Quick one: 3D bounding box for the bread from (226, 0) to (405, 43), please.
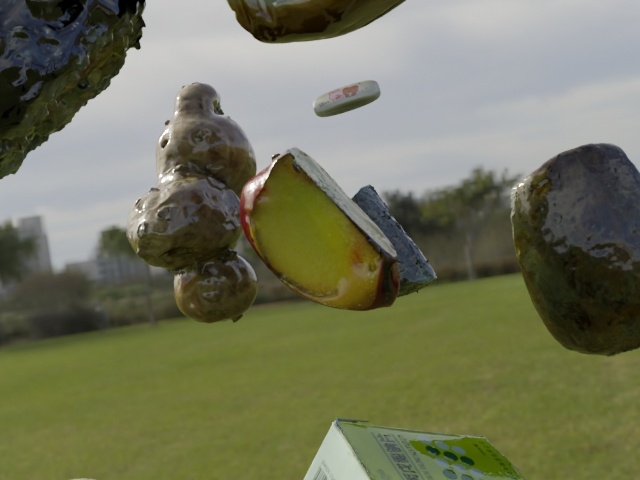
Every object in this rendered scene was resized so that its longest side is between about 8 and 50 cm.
[{"bbox_3d":[0.003,-0.388,1.718,0.279,0.225,0.250,-17,5,24],"label":"bread"}]

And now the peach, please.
[{"bbox_3d":[-0.001,-0.004,1.828,0.159,0.267,0.154,-44,12,17],"label":"peach"}]

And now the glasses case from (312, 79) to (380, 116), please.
[{"bbox_3d":[0.031,-0.170,1.522,0.083,0.032,0.021,-18,-46,5],"label":"glasses case"}]

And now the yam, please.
[{"bbox_3d":[0.093,0.013,1.975,0.107,0.183,0.107,-37,-10,-8],"label":"yam"}]

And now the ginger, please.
[{"bbox_3d":[-0.189,-0.068,1.983,0.176,0.375,0.256,-11,-26,28],"label":"ginger"}]

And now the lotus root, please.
[{"bbox_3d":[0.407,0.020,1.921,0.142,0.314,0.210,-8,-15,-47],"label":"lotus root"}]

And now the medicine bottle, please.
[{"bbox_3d":[0.114,0.316,1.555,0.250,0.141,0.137,10,28,-31],"label":"medicine bottle"}]

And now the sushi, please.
[{"bbox_3d":[-0.415,-0.268,1.618,0.329,0.285,0.328,-49,5,-17],"label":"sushi"}]

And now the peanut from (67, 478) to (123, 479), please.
[{"bbox_3d":[-0.186,0.286,1.071,0.140,0.153,0.325,28,-20,10],"label":"peanut"}]
